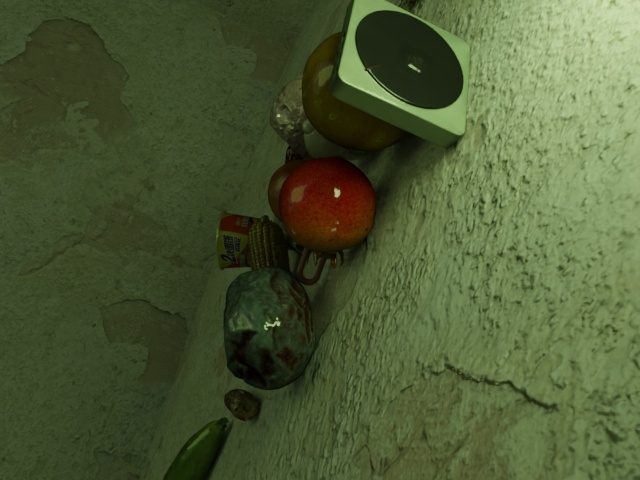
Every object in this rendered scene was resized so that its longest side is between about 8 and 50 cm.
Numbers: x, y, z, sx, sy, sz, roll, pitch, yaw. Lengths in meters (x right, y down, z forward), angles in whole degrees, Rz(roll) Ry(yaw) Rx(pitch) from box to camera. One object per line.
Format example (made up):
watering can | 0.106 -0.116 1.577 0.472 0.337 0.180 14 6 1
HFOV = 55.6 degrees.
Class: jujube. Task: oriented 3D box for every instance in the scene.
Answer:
jujube | -0.099 -0.304 2.282 0.077 0.077 0.129 -155 82 -74
jujube | -0.118 0.202 1.412 0.308 0.215 0.247 -99 12 -48

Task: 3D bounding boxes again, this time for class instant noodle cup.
instant noodle cup | -0.257 0.004 2.116 0.213 0.174 0.214 3 -90 -87

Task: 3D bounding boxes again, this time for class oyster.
oyster | 0.247 -0.668 1.666 0.108 0.053 0.166 -44 -2 -22

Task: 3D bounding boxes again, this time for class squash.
squash | -0.392 0.683 1.870 0.371 0.118 0.118 -61 17 18

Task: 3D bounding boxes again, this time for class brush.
brush | 0.000 0.000 1.514 0.047 0.103 0.234 0 70 68

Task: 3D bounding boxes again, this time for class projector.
projector | 0.153 -0.321 1.142 0.079 0.258 0.257 -47 26 54

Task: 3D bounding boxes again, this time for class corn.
corn | -0.145 0.073 1.766 0.119 0.119 0.322 -46 51 53
corn | -0.229 0.459 1.709 0.237 0.079 0.080 150 139 -70

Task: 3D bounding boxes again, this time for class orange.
orange | -0.046 -0.125 1.662 0.206 0.206 0.206 -57 19 33
orange | 0.090 -0.321 1.318 0.235 0.278 0.279 -56 20 36

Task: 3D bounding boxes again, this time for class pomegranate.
pomegranate | 0.019 -0.059 1.356 0.221 0.220 0.257 -113 21 -68

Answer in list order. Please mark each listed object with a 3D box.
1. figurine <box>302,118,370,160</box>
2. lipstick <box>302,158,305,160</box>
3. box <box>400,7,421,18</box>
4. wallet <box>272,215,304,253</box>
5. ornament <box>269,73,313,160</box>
figurine | 0.086 -0.261 1.517 0.155 0.235 0.127 60 -144 -58
lipstick | -0.089 -0.205 2.088 0.327 0.087 0.087 -18 51 69
box | 0.174 -0.497 1.656 0.159 0.071 0.240 -133 65 -75
wallet | -0.079 -0.072 1.907 0.309 0.077 0.224 3 75 71
ornament | -0.017 -0.363 1.772 0.225 0.259 0.259 -46 19 5
